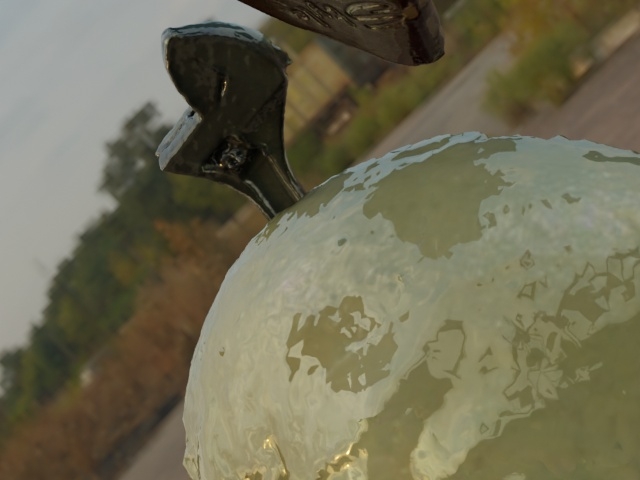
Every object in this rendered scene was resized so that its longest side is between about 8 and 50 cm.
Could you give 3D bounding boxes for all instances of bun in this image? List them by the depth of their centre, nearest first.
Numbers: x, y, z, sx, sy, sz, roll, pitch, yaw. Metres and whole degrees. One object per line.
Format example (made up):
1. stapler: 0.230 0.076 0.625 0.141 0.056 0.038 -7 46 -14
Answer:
1. bun: 0.102 0.132 0.807 0.364 0.364 0.202 -42 23 45

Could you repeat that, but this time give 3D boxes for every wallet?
1. wallet: -0.018 -0.140 0.705 0.031 0.122 0.232 -66 -18 -11

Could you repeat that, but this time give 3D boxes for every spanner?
1. spanner: 0.000 0.000 0.967 0.093 0.325 0.026 -29 35 12
